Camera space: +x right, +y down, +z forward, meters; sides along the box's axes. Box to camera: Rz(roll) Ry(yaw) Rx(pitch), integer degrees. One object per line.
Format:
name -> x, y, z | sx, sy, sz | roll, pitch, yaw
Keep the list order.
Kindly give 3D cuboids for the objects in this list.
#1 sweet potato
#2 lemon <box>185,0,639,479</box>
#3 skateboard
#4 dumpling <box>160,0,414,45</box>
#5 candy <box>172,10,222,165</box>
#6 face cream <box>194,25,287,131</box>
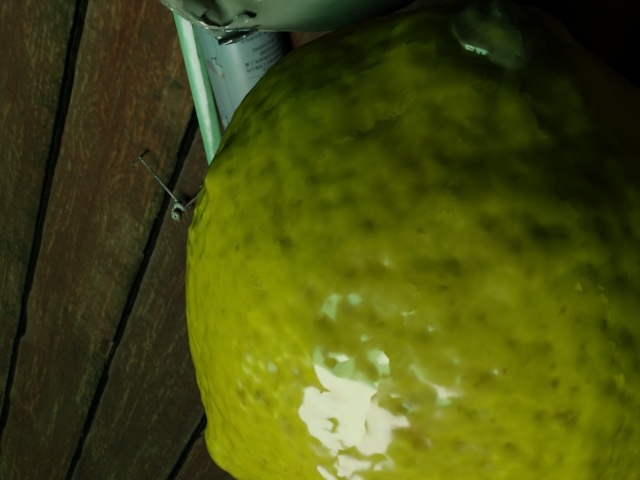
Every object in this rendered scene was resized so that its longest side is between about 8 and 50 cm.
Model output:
sweet potato -> 0.192, -0.175, 0.733 | 0.310, 0.098, 0.124 | 119, 134, -75
lemon -> 0.079, 0.021, 0.758 | 0.350, 0.350, 0.387 | 34, 139, 18
skateboard -> -0.165, -0.069, 1.303 | 0.083, 0.032, 0.064 | 47, 136, -4
dumpling -> 0.012, -0.246, 0.809 | 0.163, 0.293, 0.204 | 29, -137, -72
candy -> -0.108, -0.101, 1.160 | 0.119, 0.119, 0.439 | 14, 128, 39
face cream -> -0.063, -0.149, 1.066 | 0.075, 0.075, 0.229 | 17, 136, 36
